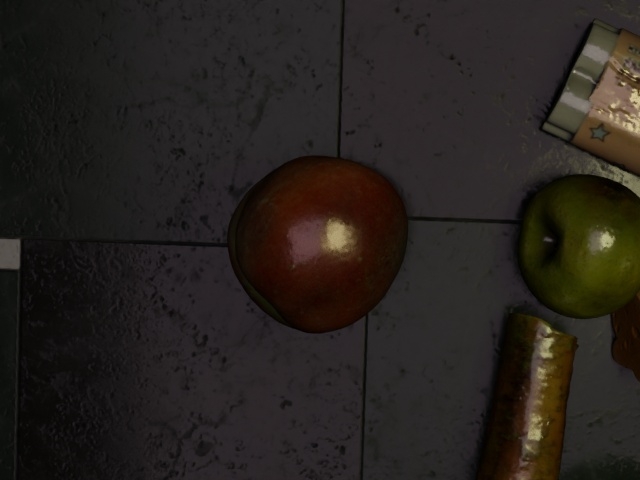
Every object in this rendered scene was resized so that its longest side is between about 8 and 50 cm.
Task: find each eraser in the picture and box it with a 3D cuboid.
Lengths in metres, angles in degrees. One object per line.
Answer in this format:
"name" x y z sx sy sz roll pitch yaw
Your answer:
"eraser" 0.466 -0.167 1.866 0.290 0.087 0.171 25 92 2

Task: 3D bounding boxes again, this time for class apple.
"apple" 0.354 0.007 1.835 0.157 0.196 0.196 10 94 -23

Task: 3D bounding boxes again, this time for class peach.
"peach" 0.000 0.000 1.829 0.252 0.252 0.252 0 93 4

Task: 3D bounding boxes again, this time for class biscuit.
"biscuit" 0.429 0.130 1.876 0.023 0.118 0.140 -4 59 -18

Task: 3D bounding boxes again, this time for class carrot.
"carrot" 0.280 0.253 1.889 0.114 0.114 0.302 11 91 4
